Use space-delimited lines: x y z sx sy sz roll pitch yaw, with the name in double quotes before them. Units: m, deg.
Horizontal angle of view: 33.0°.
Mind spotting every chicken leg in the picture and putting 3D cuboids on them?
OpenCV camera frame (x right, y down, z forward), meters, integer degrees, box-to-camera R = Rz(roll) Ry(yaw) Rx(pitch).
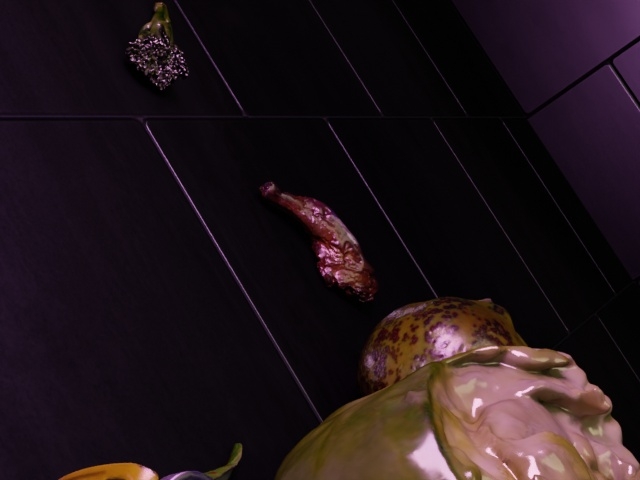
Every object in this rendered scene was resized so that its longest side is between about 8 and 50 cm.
"chicken leg" 0.004 -0.002 1.380 0.205 0.053 0.093 49 39 -3

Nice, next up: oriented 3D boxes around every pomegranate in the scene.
"pomegranate" 0.148 0.191 1.197 0.222 0.204 0.277 43 27 -28

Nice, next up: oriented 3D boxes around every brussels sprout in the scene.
"brussels sprout" 0.121 0.241 0.967 0.371 0.315 0.276 -18 63 -49

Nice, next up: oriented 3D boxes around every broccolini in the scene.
"broccolini" -0.205 -0.246 1.336 0.074 0.058 0.201 58 4 -28

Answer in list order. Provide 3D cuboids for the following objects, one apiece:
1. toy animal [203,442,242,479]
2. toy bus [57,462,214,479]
"toy animal" -0.092 0.229 0.910 0.075 0.041 0.217 47 19 10
"toy bus" -0.067 0.297 0.734 0.331 0.145 0.151 46 49 -19
